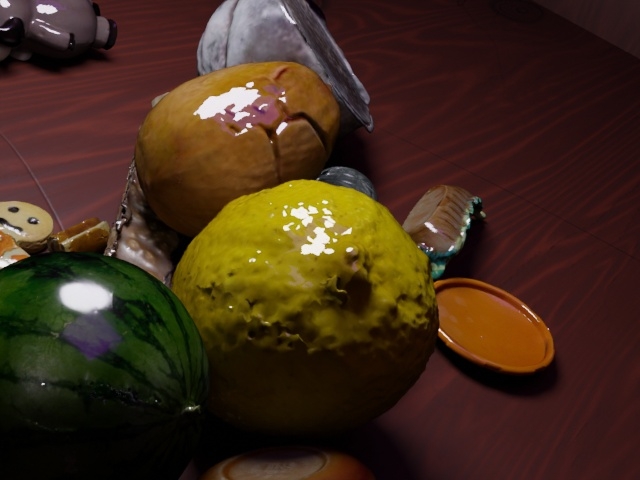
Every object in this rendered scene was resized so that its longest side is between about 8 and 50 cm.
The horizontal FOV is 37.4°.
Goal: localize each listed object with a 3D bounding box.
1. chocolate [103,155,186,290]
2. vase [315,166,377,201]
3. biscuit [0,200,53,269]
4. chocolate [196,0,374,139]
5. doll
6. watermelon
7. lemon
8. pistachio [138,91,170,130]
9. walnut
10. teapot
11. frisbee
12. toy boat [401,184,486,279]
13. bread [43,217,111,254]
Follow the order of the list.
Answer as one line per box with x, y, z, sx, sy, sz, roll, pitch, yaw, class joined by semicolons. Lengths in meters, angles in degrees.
-0.217;0.002;1.151;0.102;0.065;0.329;38;25;-24;chocolate
0.000;0.000;1.236;0.251;0.156;0.301;1;25;9;vase
-0.394;0.009;1.067;0.153;0.030;0.234;34;34;14;biscuit
-0.075;-0.253;1.479;0.303;0.213;0.303;56;14;-22;chocolate
-0.452;-0.348;1.477;0.257;0.117;0.182;-12;44;-44;doll
-0.211;0.128;0.801;0.242;0.242;0.242;16;32;-11;watermelon
-0.023;0.075;0.965;0.268;0.322;0.268;4;78;-20;lemon
-0.135;-0.129;1.326;0.238;0.137;0.153;22;25;-10;pistachio
-0.089;-0.125;1.167;0.298;0.203;0.203;-38;63;-25;walnut
-0.028;0.256;0.854;0.178;0.135;0.252;0;7;18;teapot
0.223;0.121;1.276;0.192;0.035;0.192;16;31;-10;frisbee
0.190;-0.031;1.433;0.099;0.109;0.293;59;29;-6;toy boat
-0.285;0.004;1.126;0.036;0.046;0.083;-8;15;34;bread
